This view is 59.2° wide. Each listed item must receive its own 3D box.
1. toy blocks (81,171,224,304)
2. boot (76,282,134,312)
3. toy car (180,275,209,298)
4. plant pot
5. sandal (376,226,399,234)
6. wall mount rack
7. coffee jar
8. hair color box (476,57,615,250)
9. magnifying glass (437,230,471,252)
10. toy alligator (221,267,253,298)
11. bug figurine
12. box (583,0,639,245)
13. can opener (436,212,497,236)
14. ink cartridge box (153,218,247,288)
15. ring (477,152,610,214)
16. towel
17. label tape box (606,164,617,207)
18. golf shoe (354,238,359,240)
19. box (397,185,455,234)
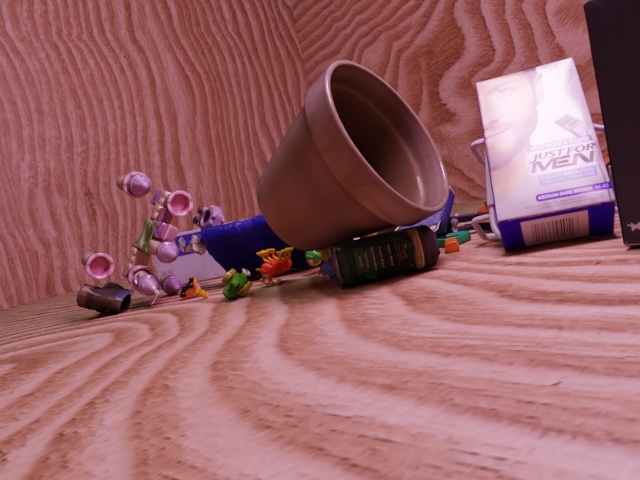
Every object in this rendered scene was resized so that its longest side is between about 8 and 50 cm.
[{"bbox_3d":[-0.390,0.006,1.423,0.309,0.288,0.260,26,-7,-34],"label":"toy blocks"},{"bbox_3d":[-0.516,0.155,1.435,0.106,0.082,0.219,13,-2,7],"label":"boot"},{"bbox_3d":[-0.294,0.128,1.322,0.040,0.060,0.122,35,0,-27],"label":"toy car"},{"bbox_3d":[0.034,-0.125,1.074,0.280,0.323,0.323,-34,-10,33],"label":"plant pot"},{"bbox_3d":[0.224,-0.013,1.517,0.180,0.072,0.049,-8,25,3],"label":"sandal"},{"bbox_3d":[0.459,-0.134,1.135,0.304,0.350,0.130,-13,-35,33],"label":"wall mount rack"},{"bbox_3d":[0.114,0.026,0.998,0.184,0.079,0.096,-13,-4,-4],"label":"coffee jar"},{"bbox_3d":[0.401,-0.162,1.033,0.185,0.338,0.110,-11,-36,20],"label":"hair color box"},{"bbox_3d":[0.294,0.003,1.264,0.092,0.026,0.231,-12,1,13],"label":"magnifying glass"},{"bbox_3d":[-0.180,0.095,1.208,0.051,0.056,0.189,-53,2,2],"label":"toy alligator"},{"bbox_3d":[0.000,0.040,1.235,0.279,0.072,0.216,-3,13,46],"label":"bug figurine"},{"bbox_3d":[0.542,-0.190,0.829,0.179,0.343,0.312,-9,5,40],"label":"box"},{"bbox_3d":[0.376,-0.045,1.448,0.186,0.059,0.073,-13,3,-16],"label":"can opener"},{"bbox_3d":[-0.361,0.041,1.783,0.333,0.165,0.065,-11,2,11],"label":"ink cartridge box"},{"bbox_3d":[0.539,-0.145,1.377,0.337,0.032,0.336,-24,3,1],"label":"ring"},{"bbox_3d":[-0.124,0.016,1.446,0.308,0.076,0.227,-14,-33,16],"label":"towel"},{"bbox_3d":[0.767,-0.146,1.270,0.249,0.115,0.348,-13,2,5],"label":"label tape box"},{"bbox_3d":[0.000,0.000,1.571,0.273,0.120,0.105,-10,2,17],"label":"golf shoe"},{"bbox_3d":[0.259,-0.049,1.415,0.136,0.036,0.225,-25,20,33],"label":"box"}]
